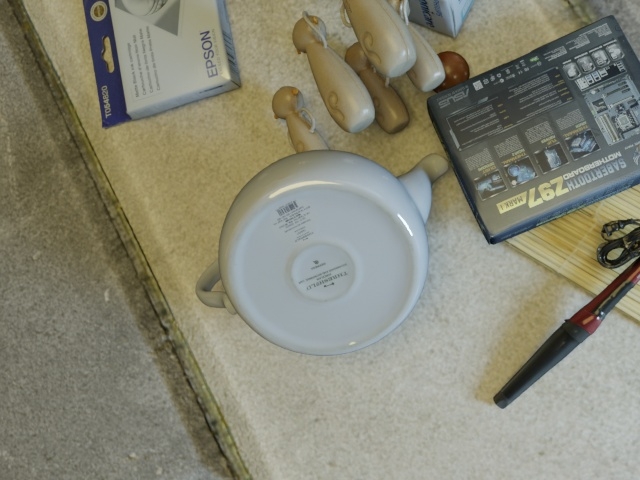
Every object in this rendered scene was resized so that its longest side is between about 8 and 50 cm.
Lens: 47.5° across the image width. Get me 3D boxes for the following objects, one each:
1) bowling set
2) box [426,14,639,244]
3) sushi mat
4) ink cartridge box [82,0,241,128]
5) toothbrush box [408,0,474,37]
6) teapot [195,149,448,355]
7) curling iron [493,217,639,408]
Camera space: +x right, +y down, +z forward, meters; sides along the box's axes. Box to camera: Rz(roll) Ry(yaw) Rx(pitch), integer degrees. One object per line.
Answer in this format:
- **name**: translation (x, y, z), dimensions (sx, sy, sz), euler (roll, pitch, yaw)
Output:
- **bowling set**: translation (0.066, -0.217, 0.883), dimensions (0.154, 0.199, 0.287), euler (62, 146, 12)
- **box**: translation (0.263, -0.123, 0.830), dimensions (0.232, 0.059, 0.184), euler (-24, 75, 8)
- **sushi mat**: translation (0.368, 0.009, 0.830), dimensions (0.316, 0.019, 0.151), euler (33, 93, 16)
- **ink cartridge box**: translation (-0.237, -0.291, 1.020), dimensions (0.223, 0.045, 0.224), euler (-14, 82, 15)
- **toothbrush box**: translation (0.080, -0.418, 0.896), dimensions (0.295, 0.126, 0.216), euler (27, 92, 17)
- **teapot**: translation (0.000, 0.000, 0.860), dimensions (0.255, 0.187, 0.253), euler (16, 113, -7)
- **curling iron**: translation (0.287, 0.086, 0.829), dimensions (0.068, 0.035, 0.274), euler (39, 108, 18)
